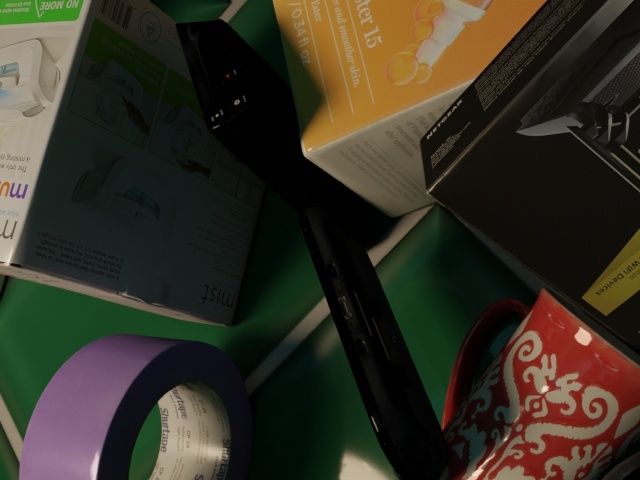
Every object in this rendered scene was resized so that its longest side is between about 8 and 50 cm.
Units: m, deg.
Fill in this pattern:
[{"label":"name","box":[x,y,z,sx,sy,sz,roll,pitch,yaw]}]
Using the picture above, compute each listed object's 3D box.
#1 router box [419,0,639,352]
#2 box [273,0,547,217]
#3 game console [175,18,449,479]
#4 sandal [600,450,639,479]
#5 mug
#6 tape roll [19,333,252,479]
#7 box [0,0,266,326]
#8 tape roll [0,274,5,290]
[{"label":"router box","box":[0.246,-0.080,0.426,0.309,0.243,0.081,-47,17,25]},{"label":"box","box":[0.152,-0.191,0.587,0.345,0.168,0.215,-22,66,21]},{"label":"game console","box":[0.000,0.000,0.561,0.044,0.213,0.361,-31,54,13]},{"label":"sandal","box":[0.180,0.215,0.508,0.040,0.067,0.179,39,103,47]},{"label":"mug","box":[0.147,0.129,0.549,0.113,0.150,0.169,35,99,-4]},{"label":"tape roll","box":[-0.140,0.172,0.625,0.080,0.189,0.188,2,76,30]},{"label":"box","box":[-0.166,-0.063,0.669,0.127,0.262,0.231,8,80,31]},{"label":"tape roll","box":[-0.546,0.026,0.963,0.392,0.072,0.391,-8,72,27]}]
